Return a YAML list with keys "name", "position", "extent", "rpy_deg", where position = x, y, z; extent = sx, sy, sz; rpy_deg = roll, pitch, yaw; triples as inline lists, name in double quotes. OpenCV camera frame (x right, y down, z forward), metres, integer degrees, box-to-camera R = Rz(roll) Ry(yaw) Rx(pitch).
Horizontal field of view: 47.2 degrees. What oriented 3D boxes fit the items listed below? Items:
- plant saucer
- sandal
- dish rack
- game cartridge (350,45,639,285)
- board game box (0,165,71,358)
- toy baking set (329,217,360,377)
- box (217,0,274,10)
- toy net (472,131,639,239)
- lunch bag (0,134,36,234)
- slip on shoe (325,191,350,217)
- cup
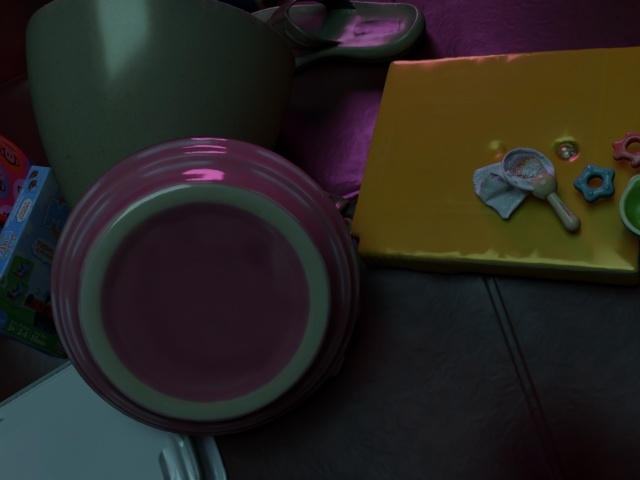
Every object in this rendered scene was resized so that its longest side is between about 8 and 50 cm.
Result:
- name: "plant saucer"
  position: [-0.119, 0.058, 0.771]
  extent: [0.332, 0.084, 0.331]
  rpy_deg: [-1, 100, -6]
- name: "sandal"
  position: [-0.004, -0.308, 1.032]
  extent: [0.303, 0.086, 0.120]
  rpy_deg: [-1, 65, 23]
- name: "dish rack"
  position: [-0.296, 0.268, 0.880]
  extent: [0.333, 0.072, 0.285]
  rpy_deg: [-31, 56, 5]
- name: "game cartridge"
  position: [0.211, -0.094, 0.861]
  extent: [0.324, 0.052, 0.285]
  rpy_deg: [3, 67, 27]
- name: "board game box"
  position: [-0.360, 0.032, 0.970]
  extent: [0.039, 0.160, 0.211]
  rpy_deg: [6, 68, 25]
- name: "toy baking set"
  position: [-0.048, 0.050, 0.905]
  extent: [0.197, 0.030, 0.256]
  rpy_deg: [-12, 61, 17]
- name: "box"
  position: [-0.146, -0.450, 1.195]
  extent: [0.225, 0.036, 0.136]
  rpy_deg: [21, 74, 29]
- name: "toy net"
  position: [0.268, -0.068, 0.757]
  extent: [0.232, 0.045, 0.122]
  rpy_deg: [13, 79, 31]
- name: "lunch bag"
  position: [-0.505, -0.051, 0.995]
  extent: [0.120, 0.293, 0.258]
  rpy_deg: [-22, 62, 13]
- name: "slip on shoe"
  position: [0.000, 0.000, 0.880]
  extent: [0.041, 0.051, 0.135]
  rpy_deg: [13, 55, 11]
- name: "cup"
  position: [-0.199, -0.120, 0.905]
  extent: [0.331, 0.331, 0.236]
  rpy_deg: [-4, 77, 21]
